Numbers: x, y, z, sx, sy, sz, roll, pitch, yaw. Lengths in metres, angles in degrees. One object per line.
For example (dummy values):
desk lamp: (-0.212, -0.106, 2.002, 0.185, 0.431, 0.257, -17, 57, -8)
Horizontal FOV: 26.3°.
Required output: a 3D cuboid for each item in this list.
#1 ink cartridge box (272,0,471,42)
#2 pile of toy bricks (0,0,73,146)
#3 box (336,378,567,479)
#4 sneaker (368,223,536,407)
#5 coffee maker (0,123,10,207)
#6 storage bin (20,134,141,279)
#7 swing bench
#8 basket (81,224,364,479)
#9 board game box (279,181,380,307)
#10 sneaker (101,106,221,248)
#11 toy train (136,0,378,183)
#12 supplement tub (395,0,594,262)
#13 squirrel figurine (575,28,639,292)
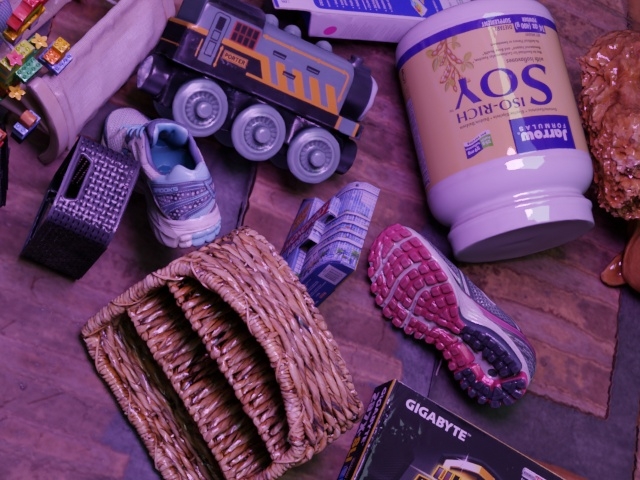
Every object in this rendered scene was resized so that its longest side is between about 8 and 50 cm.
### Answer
ink cartridge box: (0.054, -0.376, 2.001, 0.371, 0.069, 0.176, 0, 59, -36)
pile of toy bricks: (-0.359, -0.198, 1.597, 0.118, 0.105, 0.212, 39, 61, -4)
box: (0.172, 0.376, 1.844, 0.322, 0.079, 0.257, 32, 65, -11)
sneaker: (0.183, 0.100, 1.934, 0.299, 0.121, 0.112, 50, 32, 0)
coffee maker: (-0.476, -0.088, 1.685, 0.178, 0.171, 0.120, 1, 78, -9)
storage bin: (-0.300, -0.038, 1.714, 0.084, 0.180, 0.122, 25, 64, -16)
swing bench: (-0.348, -0.284, 1.786, 0.255, 0.165, 0.253, 41, 61, -7)
basket: (-0.118, 0.162, 1.708, 0.223, 0.213, 0.299, -28, 85, -30)
board game box: (0.000, 0.000, 1.855, 0.060, 0.194, 0.194, 29, 49, -14)
sneaker: (-0.200, -0.114, 1.757, 0.110, 0.122, 0.283, -16, 40, -24)
toy train: (-0.078, -0.206, 1.853, 0.334, 0.142, 0.190, 21, 96, -25)
supplement tub: (0.252, -0.154, 1.965, 0.241, 0.241, 0.331, -6, 75, -26)
squirrel figurine: (0.503, -0.105, 2.045, 0.397, 0.281, 0.370, 17, 85, -43)
